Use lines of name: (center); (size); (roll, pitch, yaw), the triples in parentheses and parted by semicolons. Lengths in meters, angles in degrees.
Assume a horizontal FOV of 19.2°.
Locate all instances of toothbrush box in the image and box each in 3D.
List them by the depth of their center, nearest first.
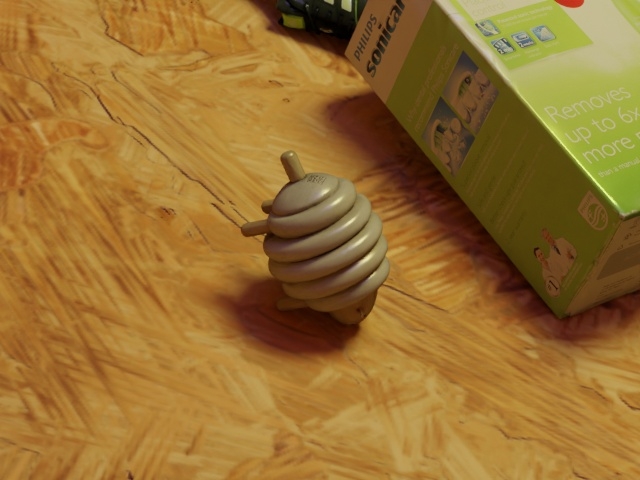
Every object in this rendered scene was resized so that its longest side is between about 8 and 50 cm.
toothbrush box: (0.188, -0.106, 1.414); (0.206, 0.122, 0.283); (-18, 57, -34)

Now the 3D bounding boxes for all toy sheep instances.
toy sheep: (0.000, 0.000, 1.266); (0.091, 0.132, 0.091); (-23, 24, 11)

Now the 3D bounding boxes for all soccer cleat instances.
soccer cleat: (0.010, -0.188, 1.542); (0.179, 0.060, 0.072); (40, 70, 21)
